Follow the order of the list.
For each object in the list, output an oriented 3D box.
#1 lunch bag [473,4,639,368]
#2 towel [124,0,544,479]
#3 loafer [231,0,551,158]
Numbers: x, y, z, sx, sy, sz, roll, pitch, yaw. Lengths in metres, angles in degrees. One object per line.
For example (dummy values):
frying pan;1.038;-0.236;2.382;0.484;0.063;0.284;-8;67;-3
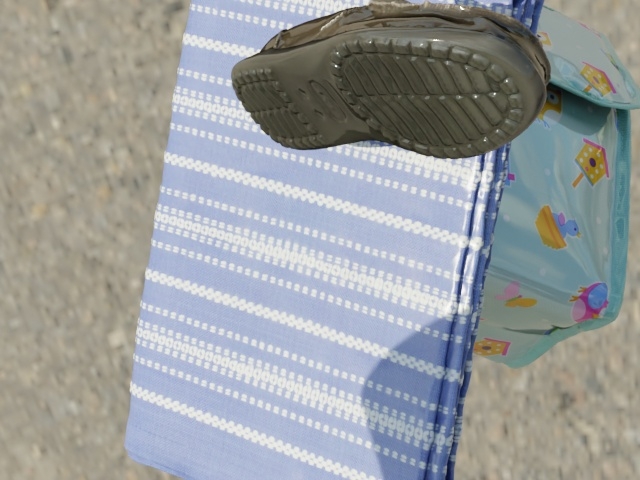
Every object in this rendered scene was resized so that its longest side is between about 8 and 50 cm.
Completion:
lunch bag;0.095;-0.075;1.347;0.223;0.160;0.262;21;64;-21
towel;0.000;0.000;1.135;0.243;0.336;0.040;15;9;37
loafer;0.039;-0.096;1.003;0.220;0.080;0.078;6;48;52
